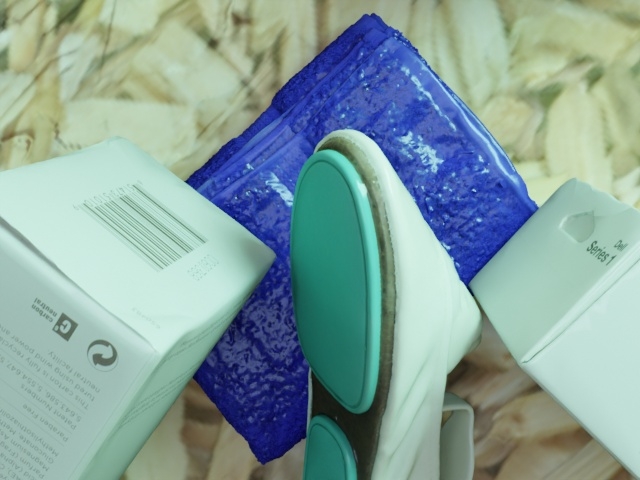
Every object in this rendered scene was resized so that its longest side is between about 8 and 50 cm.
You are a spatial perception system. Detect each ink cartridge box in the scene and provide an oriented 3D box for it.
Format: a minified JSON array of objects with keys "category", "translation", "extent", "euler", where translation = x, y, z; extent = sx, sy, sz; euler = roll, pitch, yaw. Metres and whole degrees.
[{"category":"ink cartridge box","translation":[0.244,0.104,0.621],"extent":[0.278,0.201,0.117],"euler":[44,98,-8]}]

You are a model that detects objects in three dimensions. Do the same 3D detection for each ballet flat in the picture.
[{"category":"ballet flat","translation":[0.052,0.105,0.667],"extent":[0.139,0.139,0.400],"euler":[2,114,6]}]

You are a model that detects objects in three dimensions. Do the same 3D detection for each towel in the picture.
[{"category":"towel","translation":[0.000,0.000,0.730],"extent":[0.308,0.076,0.227],"euler":[-41,87,5]}]

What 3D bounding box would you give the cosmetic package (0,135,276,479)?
[{"category":"cosmetic package","translation":[-0.216,0.133,0.645],"extent":[0.156,0.217,0.385],"euler":[39,109,3]}]
